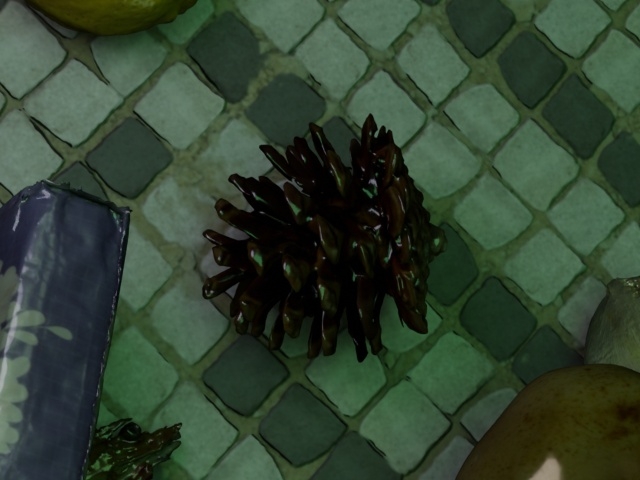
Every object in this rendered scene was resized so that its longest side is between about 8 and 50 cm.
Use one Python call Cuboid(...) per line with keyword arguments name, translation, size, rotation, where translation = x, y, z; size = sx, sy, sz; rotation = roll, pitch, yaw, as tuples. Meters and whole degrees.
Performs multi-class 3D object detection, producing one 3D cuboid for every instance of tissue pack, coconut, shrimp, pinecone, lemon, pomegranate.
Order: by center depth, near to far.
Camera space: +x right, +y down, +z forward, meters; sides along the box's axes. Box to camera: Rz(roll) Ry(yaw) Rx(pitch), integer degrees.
Cuboid(name="tissue pack", translation=(-0.294, 0.142, 1.759), size=(0.125, 0.242, 0.343), rotation=(21, 60, -25))
Cuboid(name="pomegranate", translation=(0.291, 0.326, 1.854), size=(0.417, 0.417, 0.416), rotation=(3, 78, -16))
Cuboid(name="shrimp", translation=(-0.249, 0.282, 1.879), size=(0.294, 0.062, 0.154), rotation=(-39, 101, -14))
Cuboid(name="pinecone", translation=(0.000, 0.008, 1.914), size=(0.264, 0.264, 0.264), rotation=(3, 78, -16))
Cuboid(name="lemon", translation=(-0.232, -0.319, 1.932), size=(0.260, 0.204, 0.204), rotation=(27, 72, -13))
Cuboid(name="coconut", translation=(0.378, 0.116, 2.036), size=(0.194, 0.194, 0.194), rotation=(3, 78, -16))
